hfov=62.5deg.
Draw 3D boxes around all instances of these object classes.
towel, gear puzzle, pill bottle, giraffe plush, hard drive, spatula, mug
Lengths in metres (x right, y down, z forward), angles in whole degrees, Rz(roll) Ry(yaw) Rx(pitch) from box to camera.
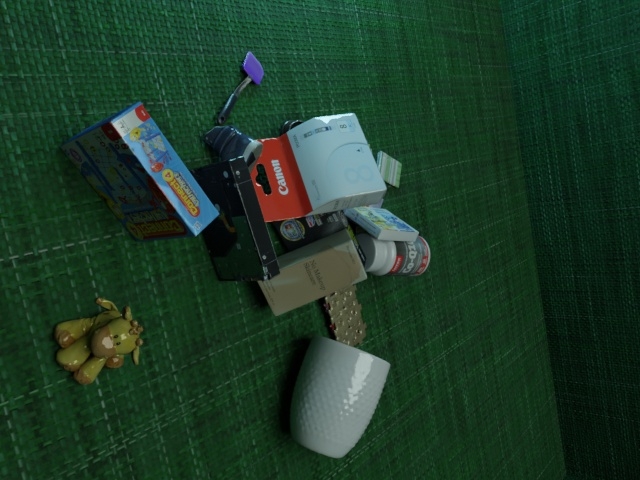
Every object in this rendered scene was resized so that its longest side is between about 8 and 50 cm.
[{"bbox_3d":[0.280,-0.290,2.173,0.152,0.023,0.113,22,74,-44],"label":"towel"},{"bbox_3d":[0.096,0.320,1.934,0.175,0.044,0.339,-30,111,-44],"label":"gear puzzle"},{"bbox_3d":[0.253,0.050,1.923,0.283,0.161,0.161,4,85,-40],"label":"pill bottle"},{"bbox_3d":[-0.498,0.236,1.249,0.210,0.170,0.181,-49,120,-35],"label":"giraffe plush"},{"bbox_3d":[-0.249,-0.051,1.472,0.064,0.237,0.339,-27,105,-43],"label":"hard drive"},{"bbox_3d":[-0.251,-0.467,1.643,0.084,0.030,0.296,45,57,-36],"label":"spatula"},{"bbox_3d":[0.056,0.524,1.745,0.374,0.276,0.328,55,54,-66],"label":"mug"}]

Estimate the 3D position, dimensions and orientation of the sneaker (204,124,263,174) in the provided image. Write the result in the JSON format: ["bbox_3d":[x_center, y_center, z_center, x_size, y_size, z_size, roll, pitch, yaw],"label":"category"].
[{"bbox_3d":[-0.285,-0.231,1.561,0.226,0.163,0.086,-59,169,18],"label":"sneaker"}]

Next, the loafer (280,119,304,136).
[{"bbox_3d":[-0.002,-0.254,1.759,0.134,0.130,0.366,-28,87,-39],"label":"loafer"}]

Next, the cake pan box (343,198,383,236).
[{"bbox_3d":[0.096,-0.091,1.920,0.245,0.070,0.267,34,73,-37],"label":"cake pan box"}]

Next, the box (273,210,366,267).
[{"bbox_3d":[0.000,0.000,1.733,0.270,0.216,0.060,63,21,-22],"label":"box"}]

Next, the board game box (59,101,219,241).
[{"bbox_3d":[-0.431,-0.143,1.246,0.086,0.308,0.302,-50,120,-34],"label":"board game box"}]

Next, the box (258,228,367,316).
[{"bbox_3d":[-0.028,0.097,1.637,0.121,0.311,0.148,-104,169,-71],"label":"box"}]

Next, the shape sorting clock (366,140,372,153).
[{"bbox_3d":[0.195,-0.279,2.011,0.206,0.040,0.206,-10,90,-82],"label":"shape sorting clock"}]

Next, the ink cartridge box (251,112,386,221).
[{"bbox_3d":[-0.028,-0.232,1.617,0.385,0.091,0.308,-10,64,-18],"label":"ink cartridge box"}]

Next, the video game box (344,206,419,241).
[{"bbox_3d":[0.217,-0.061,1.864,0.205,0.187,0.048,3,115,-43],"label":"video game box"}]
